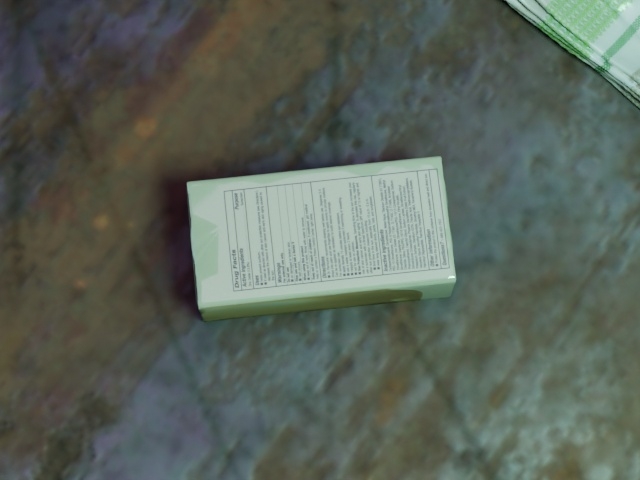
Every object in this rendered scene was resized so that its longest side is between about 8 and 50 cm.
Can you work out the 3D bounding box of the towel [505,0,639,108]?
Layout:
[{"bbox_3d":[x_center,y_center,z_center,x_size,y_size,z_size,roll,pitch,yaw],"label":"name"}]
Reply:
[{"bbox_3d":[0.161,-0.121,0.901,0.152,0.023,0.113,40,81,8],"label":"towel"}]

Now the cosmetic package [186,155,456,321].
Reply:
[{"bbox_3d":[0.000,0.000,0.863,0.115,0.041,0.060,-4,77,-1],"label":"cosmetic package"}]
